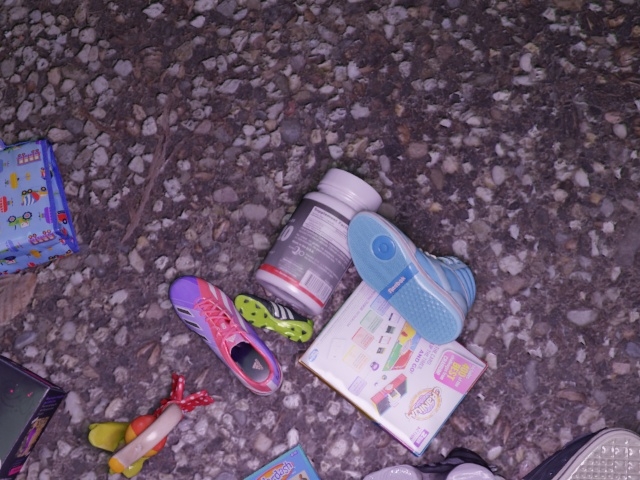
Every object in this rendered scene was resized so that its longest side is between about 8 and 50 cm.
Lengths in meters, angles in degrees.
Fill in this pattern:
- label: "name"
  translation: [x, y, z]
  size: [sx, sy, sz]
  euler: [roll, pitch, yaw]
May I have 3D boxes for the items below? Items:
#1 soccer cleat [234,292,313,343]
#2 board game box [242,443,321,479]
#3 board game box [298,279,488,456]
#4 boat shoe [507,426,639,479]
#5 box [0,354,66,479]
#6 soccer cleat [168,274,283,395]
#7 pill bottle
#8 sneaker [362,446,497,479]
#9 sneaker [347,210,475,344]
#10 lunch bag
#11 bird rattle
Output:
- label: "soccer cleat"
  translation: [-0.097, 0.157, 1.904]
  size: [0.179, 0.072, 0.060]
  euler: [28, 116, -6]
- label: "board game box"
  translation: [-0.054, 0.538, 1.798]
  size: [0.160, 0.047, 0.210]
  euler: [-30, 59, -7]
- label: "board game box"
  translation: [0.150, 0.259, 1.891]
  size: [0.317, 0.064, 0.242]
  euler: [38, 79, 7]
- label: "boat shoe"
  translation: [0.442, 0.553, 1.788]
  size: [0.500, 0.156, 0.187]
  euler: [-42, 86, 2]
- label: "box"
  translation: [-0.662, 0.378, 1.808]
  size: [0.165, 0.143, 0.270]
  euler: [28, 77, 5]
- label: "soccer cleat"
  translation: [-0.197, 0.188, 1.875]
  size: [0.109, 0.116, 0.318]
  euler: [-41, 81, -10]
- label: "pill bottle"
  translation: [0.000, 0.000, 1.901]
  size: [0.161, 0.161, 0.283]
  euler: [31, 78, 6]
- label: "sneaker"
  translation: [0.225, 0.482, 1.810]
  size: [0.269, 0.153, 0.101]
  euler: [-7, 92, 18]
- label: "sneaker"
  translation: [0.196, 0.052, 1.876]
  size: [0.127, 0.208, 0.319]
  euler: [-37, 90, 32]
- label: "lunch bag"
  translation: [-0.671, -0.091, 1.938]
  size: [0.221, 0.138, 0.293]
  euler: [-17, 68, -2]
- label: "bird rattle"
  translation: [-0.330, 0.381, 1.794]
  size: [0.254, 0.207, 0.143]
  euler: [-30, 97, 2]
